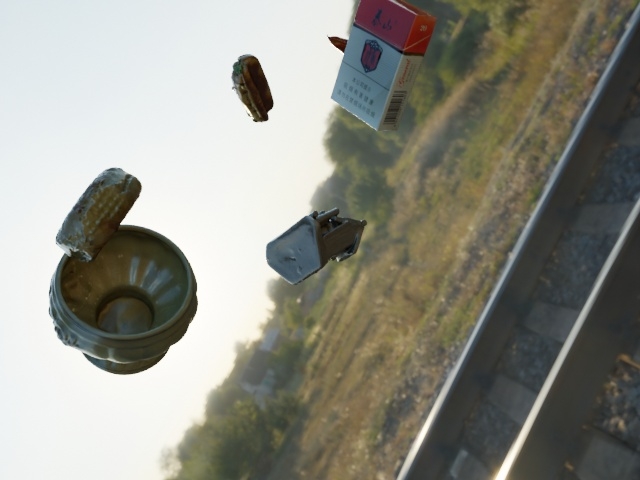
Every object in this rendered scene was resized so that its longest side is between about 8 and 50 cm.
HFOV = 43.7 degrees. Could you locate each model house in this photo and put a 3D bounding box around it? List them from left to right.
[{"bbox_3d":[-0.001,0.008,1.832,0.188,0.122,0.229,-20,-11,-38],"label":"model house"}]

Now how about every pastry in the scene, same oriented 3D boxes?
[{"bbox_3d":[-0.421,-0.052,1.515,0.193,0.093,0.182,-59,12,-16],"label":"pastry"}]

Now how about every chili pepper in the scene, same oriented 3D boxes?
[{"bbox_3d":[0.067,-0.392,1.650,0.178,0.027,0.045,10,-72,-47],"label":"chili pepper"}]

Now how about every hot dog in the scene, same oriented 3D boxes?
[{"bbox_3d":[-0.084,-0.181,0.959,0.122,0.036,0.049,72,-145,-65],"label":"hot dog"}]

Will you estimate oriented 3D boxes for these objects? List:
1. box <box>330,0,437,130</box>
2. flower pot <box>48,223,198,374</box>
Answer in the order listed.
[{"bbox_3d":[0.077,-0.228,1.006,0.048,0.100,0.152,-12,-50,-41],"label":"box"},{"bbox_3d":[-0.418,0.145,1.697,0.244,0.307,0.307,109,-173,-53],"label":"flower pot"}]
